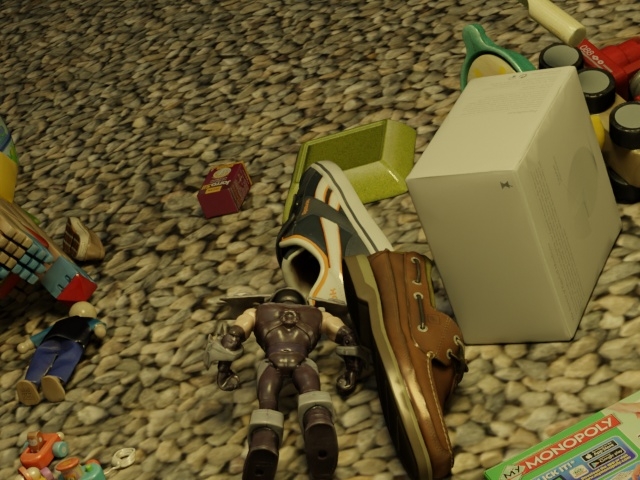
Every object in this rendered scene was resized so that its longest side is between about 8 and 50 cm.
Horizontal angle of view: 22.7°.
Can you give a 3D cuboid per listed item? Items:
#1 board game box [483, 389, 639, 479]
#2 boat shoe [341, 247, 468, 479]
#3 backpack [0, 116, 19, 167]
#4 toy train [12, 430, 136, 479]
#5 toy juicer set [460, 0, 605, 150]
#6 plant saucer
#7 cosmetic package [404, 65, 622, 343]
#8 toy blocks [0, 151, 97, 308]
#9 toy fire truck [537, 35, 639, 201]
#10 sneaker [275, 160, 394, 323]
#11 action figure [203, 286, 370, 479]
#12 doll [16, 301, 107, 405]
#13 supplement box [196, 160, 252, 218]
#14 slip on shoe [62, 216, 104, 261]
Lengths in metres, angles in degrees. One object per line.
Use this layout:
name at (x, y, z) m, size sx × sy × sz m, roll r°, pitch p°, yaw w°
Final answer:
board game box at (0.334, 0.204, 1.451) m, size 0.317 × 0.046 × 0.213 m, roll -26°, pitch 26°, yaw -7°
boat shoe at (0.104, 0.117, 1.670) m, size 0.105 × 0.110 × 0.307 m, roll -10°, pitch 47°, yaw -7°
backpack at (-0.664, -0.106, 2.587) m, size 0.356 × 0.273 × 0.290 m, roll -19°, pitch 18°, yaw -22°
toy train at (-0.301, 0.253, 1.839) m, size 0.166 × 0.046 × 0.125 m, roll -2°, pitch 34°, yaw 35°
toy juicer set at (0.242, -0.164, 1.902) m, size 0.089 × 0.329 × 0.209 m, roll -23°, pitch 30°, yaw -29°
plant saucer at (0.036, -0.108, 2.245) m, size 0.188 × 0.045 × 0.188 m, roll -15°, pitch 28°, yaw 15°
cosmetic package at (0.221, -0.039, 1.782) m, size 0.138 × 0.224 × 0.224 m, roll -5°, pitch 31°, yaw 29°
toy blocks at (-0.470, -0.014, 2.158) m, size 0.190 × 0.381 × 0.261 m, roll -50°, pitch 50°, yaw 0°
toy fire truck at (0.420, -0.173, 1.983) m, size 0.246 × 0.158 × 0.217 m, roll -27°, pitch 47°, yaw -16°
sneaker at (0.000, 0.000, 1.987) m, size 0.128 × 0.126 × 0.321 m, roll -20°, pitch 28°, yaw -7°
action figure at (-0.038, 0.146, 1.755) m, size 0.185 × 0.099 × 0.285 m, roll -5°, pitch 37°, yaw 3°
doll at (-0.339, 0.138, 2.077) m, size 0.129 × 0.046 × 0.189 m, roll -10°, pitch 30°, yaw 21°
supplement box at (-0.139, -0.074, 2.317) m, size 0.055 × 0.043 × 0.083 m, roll -10°, pitch 30°, yaw 19°
slip on shoe at (-0.349, 0.000, 2.348) m, size 0.041 × 0.051 × 0.135 m, roll 12°, pitch 7°, yaw -22°
